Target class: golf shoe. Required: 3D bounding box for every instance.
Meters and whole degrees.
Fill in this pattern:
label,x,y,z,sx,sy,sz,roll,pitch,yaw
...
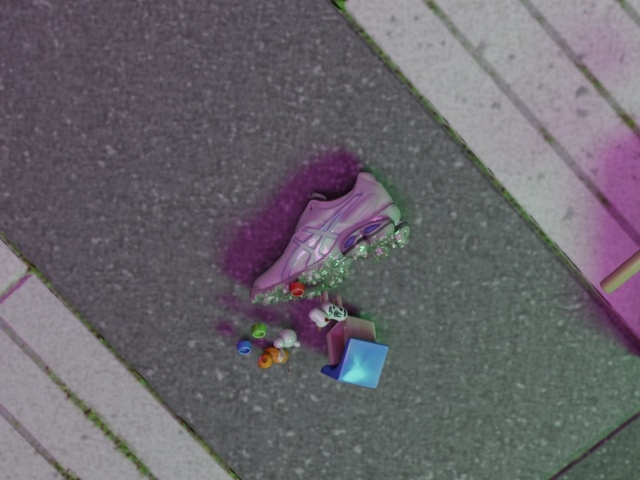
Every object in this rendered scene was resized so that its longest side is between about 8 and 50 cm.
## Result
label,x,y,z,sx,sy,sz,roll,pitch,yaw
golf shoe,0.000,0.000,1.763,0.176,0.069,0.086,-30,71,21

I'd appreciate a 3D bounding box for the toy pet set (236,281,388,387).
label,x,y,z,sx,sy,sz,roll,pitch,yaw
toy pet set,-0.004,0.109,1.768,0.114,0.065,0.122,14,139,-25

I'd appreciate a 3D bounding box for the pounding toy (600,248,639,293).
label,x,y,z,sx,sy,sz,roll,pitch,yaw
pounding toy,0.331,0.023,1.700,0.155,0.154,0.269,10,128,1
